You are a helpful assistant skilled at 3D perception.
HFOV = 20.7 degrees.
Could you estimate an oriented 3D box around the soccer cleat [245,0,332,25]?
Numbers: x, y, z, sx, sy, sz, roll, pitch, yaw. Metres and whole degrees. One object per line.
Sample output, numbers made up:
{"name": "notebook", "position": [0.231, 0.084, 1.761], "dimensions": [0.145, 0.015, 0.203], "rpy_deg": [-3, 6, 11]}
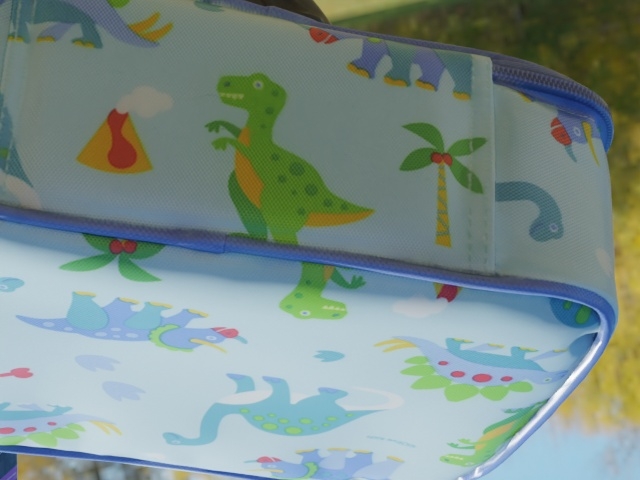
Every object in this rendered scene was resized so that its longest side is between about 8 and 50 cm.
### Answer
{"name": "soccer cleat", "position": [0.000, 0.000, 1.002], "dimensions": [0.108, 0.318, 0.116], "rpy_deg": [-23, -171, -2]}

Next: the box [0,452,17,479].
{"name": "box", "position": [-0.299, 0.175, 1.462], "dimensions": [0.029, 0.162, 0.116], "rpy_deg": [26, -138, 20]}

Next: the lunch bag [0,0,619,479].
{"name": "lunch bag", "position": [-0.038, 0.007, 0.503], "dimensions": [0.219, 0.090, 0.176], "rpy_deg": [8, 150, -10]}
